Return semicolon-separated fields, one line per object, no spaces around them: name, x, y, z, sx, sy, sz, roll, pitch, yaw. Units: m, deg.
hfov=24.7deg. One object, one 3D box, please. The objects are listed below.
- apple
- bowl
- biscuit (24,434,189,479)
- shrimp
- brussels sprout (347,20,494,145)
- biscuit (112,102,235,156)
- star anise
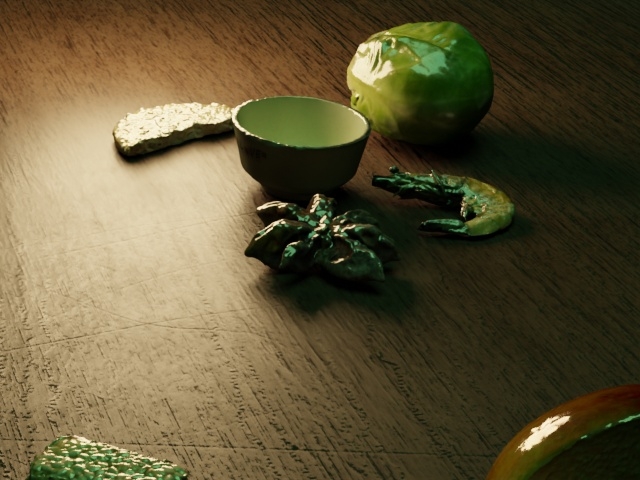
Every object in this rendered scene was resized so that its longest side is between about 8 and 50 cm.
apple;0.328;0.234;1.460;0.346;0.179;0.254;-2;-9;-12
bowl;-0.031;-0.132;2.191;0.211;0.112;0.211;3;27;-1
biscuit;-0.210;0.246;1.446;0.168;0.070;0.082;14;24;23
shrimp;0.178;-0.054;2.142;0.217;0.051;0.150;11;34;4
brussels sprout;0.164;-0.254;2.379;0.244;0.244;0.244;3;26;-2
biscuit;-0.246;-0.190;2.368;0.250;0.032;0.133;-19;33;-38
star anise;0.005;-0.007;1.989;0.212;0.073;0.197;5;29;-3
